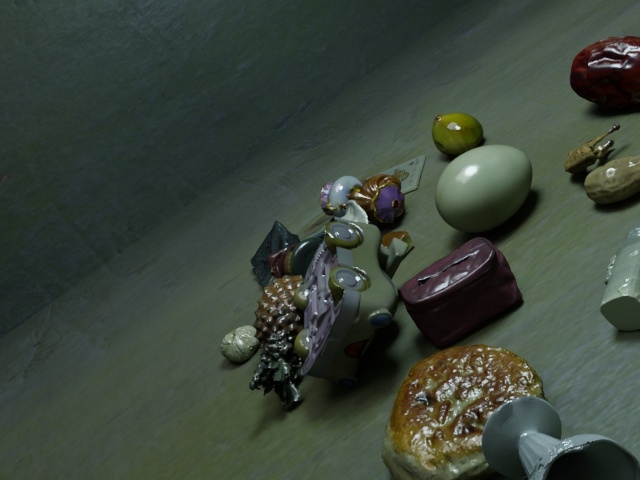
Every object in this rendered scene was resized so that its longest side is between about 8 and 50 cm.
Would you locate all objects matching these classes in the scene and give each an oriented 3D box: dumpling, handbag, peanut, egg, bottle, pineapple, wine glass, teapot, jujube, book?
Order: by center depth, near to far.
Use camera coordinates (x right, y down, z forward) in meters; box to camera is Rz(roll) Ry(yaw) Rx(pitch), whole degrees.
[{"bbox_3d":[0.315,0.306,1.028,0.165,0.165,0.196,-36,19,-4],"label":"wine glass"},{"bbox_3d":[0.540,0.068,1.321,0.107,0.077,0.200,-39,11,49],"label":"teapot"},{"bbox_3d":[0.280,0.099,1.530,0.225,0.135,0.146,-32,17,8],"label":"handbag"},{"bbox_3d":[0.661,-0.144,1.567,0.228,0.085,0.104,-22,6,24],"label":"peanut"},{"bbox_3d":[-0.091,0.226,1.740,0.175,0.175,0.361,-23,23,25],"label":"pineapple"},{"bbox_3d":[0.386,-0.126,1.772,0.254,0.188,0.188,-35,22,-10],"label":"egg"},{"bbox_3d":[0.749,-0.425,1.896,0.243,0.183,0.183,-2,38,52],"label":"jujube"},{"bbox_3d":[-0.060,0.075,2.006,0.143,0.156,0.271,-57,13,-18],"label":"bottle"},{"bbox_3d":[0.081,-0.021,2.016,0.126,0.166,0.216,0,-11,12],"label":"dumpling"},{"bbox_3d":[-0.134,0.052,2.255,0.175,0.089,0.270,-50,23,8],"label":"handbag"},{"bbox_3d":[0.184,-0.164,2.358,0.295,0.020,0.208,-22,24,27],"label":"book"}]

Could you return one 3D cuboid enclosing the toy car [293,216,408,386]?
[{"bbox_3d":[0.080,0.132,1.634,0.336,0.226,0.242,-96,26,-53],"label":"toy car"}]

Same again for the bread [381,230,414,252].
[{"bbox_3d":[0.139,0.064,1.909,0.226,0.049,0.088,-44,24,-22],"label":"bread"}]

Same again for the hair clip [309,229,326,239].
[{"bbox_3d":[0.000,0.000,2.263,0.229,0.039,0.070,-26,22,31],"label":"hair clip"}]

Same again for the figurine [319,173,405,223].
[{"bbox_3d":[0.127,-0.114,2.137,0.263,0.142,0.189,5,29,41],"label":"figurine"}]

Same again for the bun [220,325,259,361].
[{"bbox_3d":[-0.210,0.262,1.955,0.115,0.069,0.115,-29,21,12],"label":"bun"}]

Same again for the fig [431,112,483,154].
[{"bbox_3d":[0.405,-0.313,2.236,0.153,0.121,0.136,3,31,20],"label":"fig"}]

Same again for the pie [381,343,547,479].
[{"bbox_3d":[0.235,0.286,1.268,0.315,0.092,0.315,-27,22,12],"label":"pie"}]

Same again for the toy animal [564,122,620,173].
[{"bbox_3d":[0.605,-0.195,1.699,0.149,0.054,0.275,-36,-4,31],"label":"toy animal"}]
